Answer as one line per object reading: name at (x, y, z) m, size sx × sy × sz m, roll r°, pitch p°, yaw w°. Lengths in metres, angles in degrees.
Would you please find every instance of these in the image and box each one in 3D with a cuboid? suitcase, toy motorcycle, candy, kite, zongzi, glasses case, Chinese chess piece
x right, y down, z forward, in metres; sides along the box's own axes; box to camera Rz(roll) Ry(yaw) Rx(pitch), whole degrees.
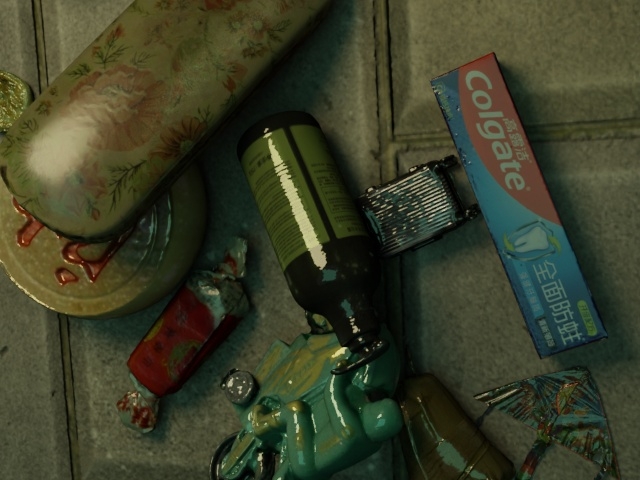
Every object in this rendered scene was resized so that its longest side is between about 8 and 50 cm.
suitcase at (0.104, -0.035, 0.874) m, size 0.126 × 0.059 × 0.086 m, roll -25°, pitch 88°, yaw 18°
toy motorcycle at (-0.002, 0.185, 0.868) m, size 0.198 × 0.109 × 0.296 m, roll 33°, pitch 87°, yaw 41°
candy at (-0.164, 0.117, 0.961) m, size 0.086 × 0.059 × 0.292 m, roll 41°, pitch 104°, yaw 11°
kite at (0.260, 0.210, 0.882) m, size 0.183 × 0.010 × 0.160 m, roll 28°, pitch 104°, yaw 11°
zongzi at (0.104, 0.245, 0.907) m, size 0.189 × 0.081 × 0.178 m, roll 49°, pitch 125°, yaw 16°
glasses case at (-0.152, -0.180, 0.830) m, size 0.156 × 0.098 × 0.425 m, roll 40°, pitch 77°, yaw 3°
Chinese chess piece at (-0.269, -0.039, 0.946) m, size 0.270 × 0.112 × 0.270 m, roll 2°, pitch 98°, yaw 15°

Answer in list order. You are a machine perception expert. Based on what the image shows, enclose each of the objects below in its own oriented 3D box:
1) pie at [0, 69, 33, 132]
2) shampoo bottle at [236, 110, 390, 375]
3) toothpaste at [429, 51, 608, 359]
pie at (-0.411, -0.180, 1.015) m, size 0.084 × 0.021 × 0.084 m, roll 2°, pitch 99°, yaw 12°
shampoo bottle at (0.000, 0.000, 0.841) m, size 0.101 × 0.101 × 0.284 m, roll -29°, pitch 69°, yaw 16°
toothpaste at (0.212, -0.037, 0.842) m, size 0.076 × 0.066 × 0.320 m, roll -22°, pitch 91°, yaw 16°
